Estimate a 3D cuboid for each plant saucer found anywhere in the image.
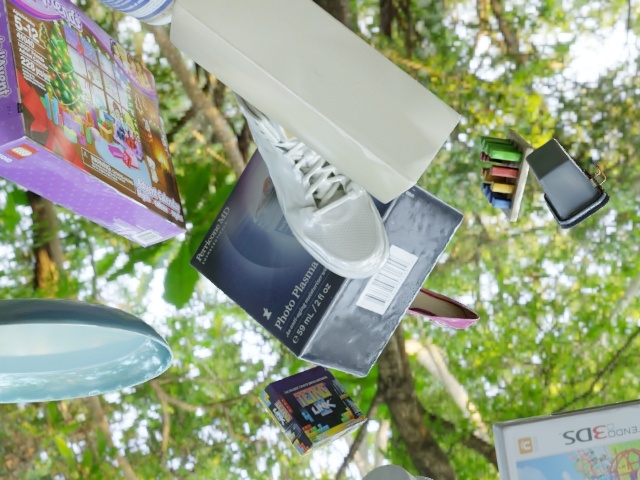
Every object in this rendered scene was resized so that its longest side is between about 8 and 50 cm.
[{"bbox_3d":[-0.327,0.126,0.998,0.318,0.317,0.043,-7,-113,-1],"label":"plant saucer"}]

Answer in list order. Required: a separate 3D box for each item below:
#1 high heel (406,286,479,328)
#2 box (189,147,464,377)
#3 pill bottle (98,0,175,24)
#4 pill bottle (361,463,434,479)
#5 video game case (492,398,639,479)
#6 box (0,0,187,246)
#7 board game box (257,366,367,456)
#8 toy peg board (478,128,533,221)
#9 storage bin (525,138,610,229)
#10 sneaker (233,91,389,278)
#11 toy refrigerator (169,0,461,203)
[{"bbox_3d":[0.231,0.133,1.943,0.117,0.244,0.082,-17,-135,54],"label":"high heel"},{"bbox_3d":[0.000,0.000,1.354,0.294,0.296,0.183,35,-174,41],"label":"box"},{"bbox_3d":[-0.265,-0.361,1.007,0.265,0.153,0.153,15,-173,-46],"label":"pill bottle"},{"bbox_3d":[0.153,0.423,1.258,0.136,0.245,0.136,-29,-146,22],"label":"pill bottle"},{"bbox_3d":[0.250,0.244,0.733,0.194,0.212,0.023,-6,174,-14],"label":"video game case"},{"bbox_3d":[-0.232,-0.126,0.848,0.057,0.293,0.200,-19,-109,12],"label":"box"},{"bbox_3d":[-0.013,0.314,1.654,0.170,0.048,0.141,-11,-124,-52],"label":"board game box"},{"bbox_3d":[0.374,-0.145,1.869,0.079,0.160,0.161,8,-160,-5],"label":"toy peg board"},{"bbox_3d":[0.371,-0.096,1.341,0.098,0.091,0.135,-35,-160,15],"label":"storage bin"},{"bbox_3d":[-0.021,-0.093,1.042,0.108,0.169,0.292,-32,-108,-2],"label":"sneaker"},{"bbox_3d":[-0.007,-0.159,0.844,0.094,0.270,0.102,-55,-176,-13],"label":"toy refrigerator"}]
